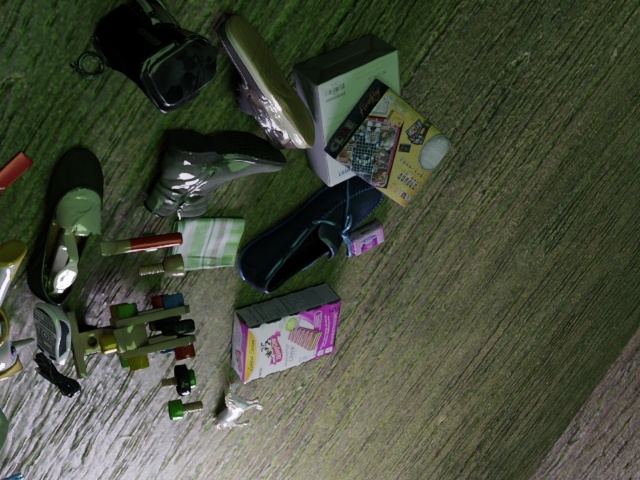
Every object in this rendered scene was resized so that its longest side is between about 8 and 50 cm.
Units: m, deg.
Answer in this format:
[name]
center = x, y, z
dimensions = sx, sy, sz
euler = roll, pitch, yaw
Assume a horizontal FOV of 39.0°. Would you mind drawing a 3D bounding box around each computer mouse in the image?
[computer mouse]
center = -0.454, 0.178, 1.555
dimensions = 0.042, 0.106, 0.193
euler = -33, 147, -42

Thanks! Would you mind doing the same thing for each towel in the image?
[towel]
center = -0.219, 0.008, 1.732
dimensions = 0.152, 0.023, 0.113
euler = -3, 123, -37

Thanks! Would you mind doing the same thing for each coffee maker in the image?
[coffee maker]
center = -0.262, -0.270, 1.371
dimensions = 0.171, 0.178, 0.120
euler = -50, 137, 5

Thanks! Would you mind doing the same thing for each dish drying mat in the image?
[dish drying mat]
center = -0.497, -0.104, 1.439
dimensions = 0.083, 0.008, 0.032
euler = -43, 137, -2

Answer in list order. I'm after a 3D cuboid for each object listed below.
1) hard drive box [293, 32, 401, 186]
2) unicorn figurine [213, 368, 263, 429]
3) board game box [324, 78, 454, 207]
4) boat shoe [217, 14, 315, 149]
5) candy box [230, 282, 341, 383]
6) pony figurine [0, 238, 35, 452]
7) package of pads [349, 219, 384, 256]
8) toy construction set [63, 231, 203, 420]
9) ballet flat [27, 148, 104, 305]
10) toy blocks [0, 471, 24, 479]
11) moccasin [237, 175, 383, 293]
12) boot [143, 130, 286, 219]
[hard drive box]
center = 0.058, -0.244, 1.707
dimensions = 0.181, 0.089, 0.232
euler = -26, 134, -20
[unicorn figurine]
center = -0.187, 0.368, 2.004
dimensions = 0.111, 0.060, 0.162
euler = 9, 115, -42
[board game box]
center = 0.135, -0.179, 1.720
dimensions = 0.165, 0.042, 0.243
euler = -53, 138, 6
[boat shoe]
center = -0.106, -0.259, 1.564
dimensions = 0.092, 0.103, 0.285
euler = -17, 135, 21
[candy box]
center = -0.075, 0.199, 1.955
dimensions = 0.233, 0.071, 0.159
euler = -15, 130, -28
[pony figurine]
center = -0.584, 0.192, 1.409
dimensions = 0.351, 0.302, 0.363
euler = -50, 164, -37
[package of pads]
center = 0.100, -0.005, 1.965
dimensions = 0.083, 0.032, 0.050
euler = -28, 133, -18
[toy construction set]
center = -0.354, 0.136, 1.596
dimensions = 0.237, 0.257, 0.309
euler = -7, 114, -17
[ballet flat]
center = -0.413, -0.012, 1.510
dimensions = 0.095, 0.096, 0.281
euler = 2, 119, -39
[toy blocks]
center = -0.646, 0.461, 1.719
dimensions = 0.148, 0.054, 0.123
euler = -21, 133, -25
[moccasin]
center = 0.000, 0.000, 1.827
dimensions = 0.342, 0.117, 0.138
euler = -38, 137, -8
[boot]
center = -0.194, -0.113, 1.636
dimensions = 0.246, 0.083, 0.161
euler = 0, 132, -36
